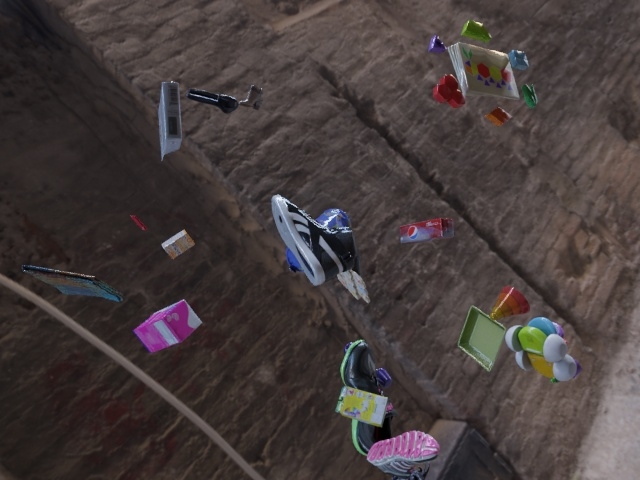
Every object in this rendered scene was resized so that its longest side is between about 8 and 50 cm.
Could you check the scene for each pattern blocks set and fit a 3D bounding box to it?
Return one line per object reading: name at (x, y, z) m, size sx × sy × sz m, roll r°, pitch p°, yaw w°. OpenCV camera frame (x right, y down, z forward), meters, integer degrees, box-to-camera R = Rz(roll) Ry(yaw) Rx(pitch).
pattern blocks set at (0.400, -0.411, 1.070) m, size 0.026 × 0.325 × 0.285 m, roll 146°, pitch 128°, yaw -61°

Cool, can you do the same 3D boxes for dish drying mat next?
dish drying mat at (-0.756, -0.073, 1.816) m, size 0.032 × 0.083 × 0.008 m, roll 2°, pitch 50°, yaw 31°

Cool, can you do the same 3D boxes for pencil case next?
pencil case at (0.000, 0.000, 1.485) m, size 0.120 × 0.133 × 0.306 m, roll -20°, pitch 15°, yaw 35°

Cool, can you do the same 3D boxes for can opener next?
can opener at (-0.385, -0.508, 1.563) m, size 0.073 × 0.186 × 0.059 m, roll 108°, pitch 176°, yaw -49°

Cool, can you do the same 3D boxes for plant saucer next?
plant saucer at (0.635, 0.376, 1.693) m, size 0.188 × 0.045 × 0.188 m, roll 41°, pitch 121°, yaw 59°

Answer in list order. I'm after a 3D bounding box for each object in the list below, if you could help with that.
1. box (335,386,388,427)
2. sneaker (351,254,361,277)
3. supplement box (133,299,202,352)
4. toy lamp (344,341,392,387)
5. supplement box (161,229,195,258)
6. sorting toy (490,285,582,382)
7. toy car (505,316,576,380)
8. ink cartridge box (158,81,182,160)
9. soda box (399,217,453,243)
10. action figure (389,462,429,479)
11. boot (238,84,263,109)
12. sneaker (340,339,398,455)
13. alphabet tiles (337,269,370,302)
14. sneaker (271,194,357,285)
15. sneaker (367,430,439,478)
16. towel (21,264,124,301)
box at (0.154, 0.618, 1.627) m, size 0.043 × 0.179 × 0.105 m, roll 71°, pitch -145°, yaw -52°
sneaker at (0.091, 0.113, 2.057) m, size 0.083 × 0.222 × 0.118 m, roll -22°, pitch 60°, yaw 58°
supplement box at (-0.547, 0.309, 1.558) m, size 0.220 × 0.113 × 0.111 m, roll -23°, pitch 15°, yaw 36°
toy lamp at (0.219, 0.572, 2.001) m, size 0.080 × 0.080 × 0.275 m, roll -45°, pitch 42°, yaw -9°
supplement box at (-0.528, 0.015, 1.621) m, size 0.098 × 0.062 × 0.036 m, roll -36°, pitch 41°, yaw -10°
sorting toy at (0.728, 0.339, 1.525) m, size 0.126 × 0.365 × 0.127 m, roll -31°, pitch -20°, yaw -13°
toy car at (0.628, 0.292, 1.221) m, size 0.136 × 0.182 × 0.159 m, roll -44°, pitch 23°, yaw -21°
ink cartridge box at (-0.498, -0.383, 1.442) m, size 0.066 × 0.188 × 0.232 m, roll -4°, pitch -7°, yaw -19°
soda box at (0.501, -0.043, 2.075) m, size 0.084 × 0.092 × 0.263 m, roll 3°, pitch -8°, yaw -35°
action figure at (0.275, 0.875, 1.494) m, size 0.276 × 0.140 × 0.164 m, roll -25°, pitch -7°, yaw -12°
boot at (-0.269, -0.561, 1.697) m, size 0.118 × 0.042 × 0.086 m, roll -6°, pitch -71°, yaw -58°
sneaker at (0.219, 0.638, 1.776) m, size 0.185 × 0.482 × 0.202 m, roll -13°, pitch 2°, yaw -42°
alphabet tiles at (0.091, 0.121, 1.702) m, size 0.021 × 0.278 × 0.284 m, roll -36°, pitch -36°, yaw -12°
sneaker at (-0.006, -0.017, 0.871) m, size 0.121 × 0.216 × 0.079 m, roll -20°, pitch -29°, yaw -20°
sneaker at (0.181, 0.447, 0.899) m, size 0.170 × 0.074 × 0.063 m, roll -32°, pitch 16°, yaw 35°
towel at (-0.987, 0.182, 1.773) m, size 0.370 × 0.272 × 0.040 m, roll 112°, pitch 166°, yaw -70°
